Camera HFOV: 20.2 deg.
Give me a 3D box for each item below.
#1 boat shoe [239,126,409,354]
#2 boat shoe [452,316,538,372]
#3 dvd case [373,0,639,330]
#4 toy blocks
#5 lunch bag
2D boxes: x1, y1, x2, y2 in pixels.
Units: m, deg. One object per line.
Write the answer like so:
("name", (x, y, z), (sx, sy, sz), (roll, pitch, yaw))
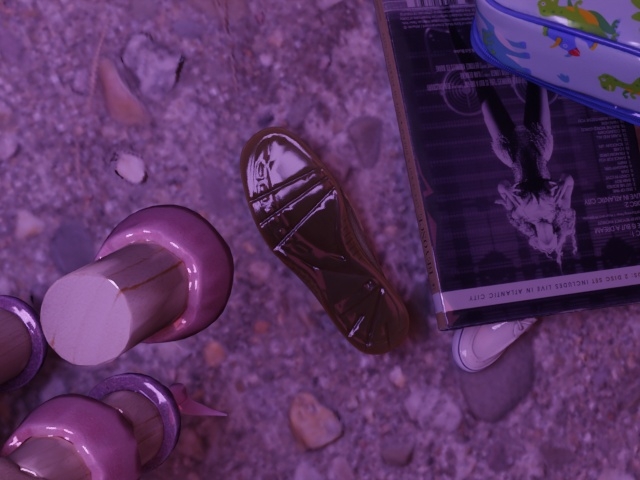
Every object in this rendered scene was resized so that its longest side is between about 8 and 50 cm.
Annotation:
("boat shoe", (0.002, -0.001, 1.088), (0.056, 0.048, 0.153), (-36, 96, 3))
("boat shoe", (0.123, 0.043, 1.139), (0.100, 0.035, 0.035), (-46, 106, -19))
("dvd case", (0.127, -0.061, 1.137), (0.164, 0.018, 0.221), (-7, 80, -24))
("toy blocks", (-0.216, 0.075, 0.914), (0.288, 0.260, 0.309), (25, 103, 7))
("lunch bag", (0.197, -0.185, 1.109), (0.176, 0.090, 0.219), (20, 65, 15))
